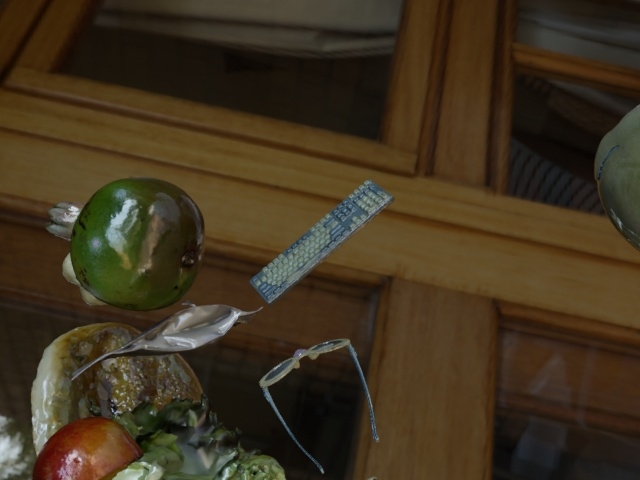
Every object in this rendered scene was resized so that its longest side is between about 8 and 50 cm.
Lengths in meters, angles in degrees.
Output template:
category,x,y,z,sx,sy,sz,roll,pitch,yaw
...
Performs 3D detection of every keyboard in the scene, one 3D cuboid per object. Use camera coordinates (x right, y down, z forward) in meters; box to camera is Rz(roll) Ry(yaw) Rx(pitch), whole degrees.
category,x,y,z,sx,sy,sz,roll,pitch,yaw
keyboard,0.001,0.001,0.944,0.176,0.014,0.055,-40,35,-5

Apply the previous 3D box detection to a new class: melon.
category,x,y,z,sx,sy,sz,roll,pitch,yaw
melon,0.618,-0.100,1.481,0.268,0.269,0.330,102,150,-44

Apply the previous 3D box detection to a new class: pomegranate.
category,x,y,z,sx,sy,sz,roll,pitch,yaw
pomegranate,-0.250,-0.001,1.101,0.180,0.210,0.179,13,-90,-74

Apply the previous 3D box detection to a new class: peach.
category,x,y,z,sx,sy,sz,roll,pitch,yaw
peach,-0.191,0.175,0.682,0.098,0.061,0.098,-33,-7,-5

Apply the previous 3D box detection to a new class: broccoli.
category,x,y,z,sx,sy,sz,roll,pitch,yaw
broccoli,-0.238,0.351,1.143,0.348,0.293,0.280,-47,-21,-27

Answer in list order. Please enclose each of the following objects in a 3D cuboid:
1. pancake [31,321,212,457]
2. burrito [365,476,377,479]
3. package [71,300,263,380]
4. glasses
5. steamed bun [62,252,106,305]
category,x,y,z,sx,sy,sz,roll,pitch,yaw
pancake,-0.319,0.304,1.464,0.082,0.387,0.386,-37,25,31
burrito,0.155,0.514,1.555,0.063,0.229,0.058,-50,-26,9
package,-0.214,0.131,1.178,0.204,0.251,0.062,145,108,-73
glasses,0.009,0.295,1.605,0.220,0.190,0.088,60,168,18
steamed bun,-0.340,0.042,1.438,0.172,0.155,0.140,59,-171,-47
